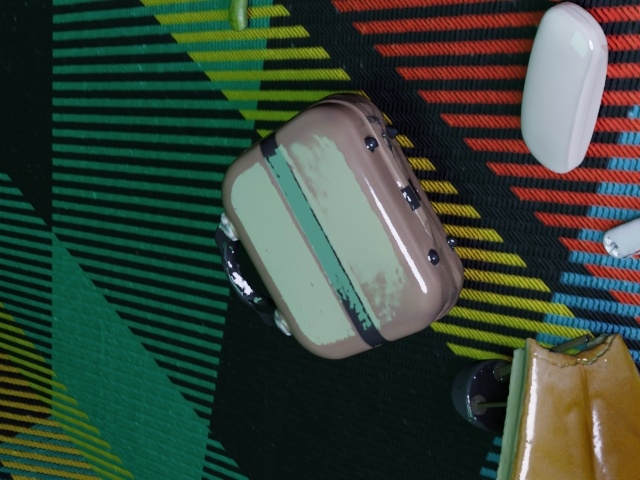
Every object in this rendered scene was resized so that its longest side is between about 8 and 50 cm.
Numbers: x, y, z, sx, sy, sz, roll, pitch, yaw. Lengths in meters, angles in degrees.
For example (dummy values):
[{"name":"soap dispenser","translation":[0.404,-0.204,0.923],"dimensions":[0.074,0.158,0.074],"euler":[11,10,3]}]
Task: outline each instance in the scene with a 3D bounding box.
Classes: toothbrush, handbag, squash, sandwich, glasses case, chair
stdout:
[{"name":"toothbrush","translation":[0.378,-0.042,1.670],"dimensions":[0.042,0.040,0.418],"euler":[59,158,1]},{"name":"handbag","translation":[0.000,0.000,2.126],"dimensions":[0.283,0.149,0.302],"euler":[-26,96,26]},{"name":"squash","translation":[-0.105,-0.307,2.278],"dimensions":[0.027,0.027,0.089],"euler":[46,149,28]},{"name":"sandwich","translation":[0.318,0.208,1.931],"dimensions":[0.063,0.245,0.212],"euler":[1,82,65]},{"name":"glasses case","translation":[0.246,-0.152,1.769],"dimensions":[0.081,0.051,0.204],"euler":[44,149,28]},{"name":"chair","translation":[0.250,0.182,2.057],"dimensions":[0.095,0.104,0.221],"euler":[49,154,-15]}]
